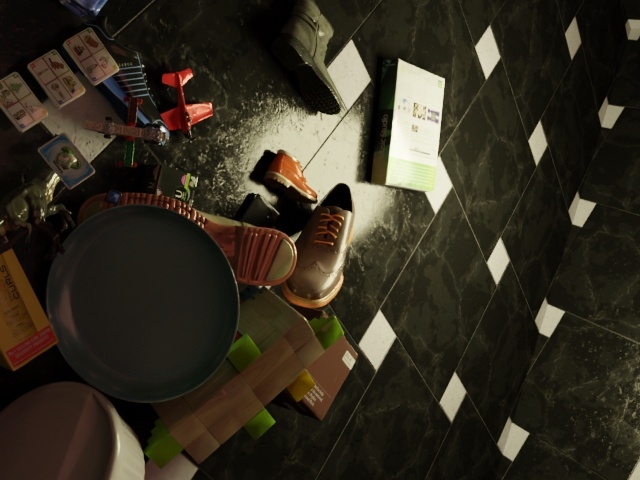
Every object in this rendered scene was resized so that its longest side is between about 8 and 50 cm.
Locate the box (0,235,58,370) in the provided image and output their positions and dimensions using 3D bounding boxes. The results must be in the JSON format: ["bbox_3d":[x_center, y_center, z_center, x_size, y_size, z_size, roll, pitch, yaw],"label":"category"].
[{"bbox_3d":[-0.487,0.076,0.966,0.087,0.058,0.232,-36,121,-41],"label":"box"}]

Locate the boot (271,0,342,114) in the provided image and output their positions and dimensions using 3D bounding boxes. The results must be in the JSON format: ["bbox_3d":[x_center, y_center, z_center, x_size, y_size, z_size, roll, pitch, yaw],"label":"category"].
[{"bbox_3d":[-0.001,-0.412,1.432,0.246,0.083,0.161,50,54,-41],"label":"boot"}]

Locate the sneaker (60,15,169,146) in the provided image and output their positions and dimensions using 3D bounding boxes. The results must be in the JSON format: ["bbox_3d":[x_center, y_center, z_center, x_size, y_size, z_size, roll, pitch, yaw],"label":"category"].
[{"bbox_3d":[-0.321,-0.265,1.087,0.090,0.081,0.232,-53,130,-20],"label":"sneaker"}]

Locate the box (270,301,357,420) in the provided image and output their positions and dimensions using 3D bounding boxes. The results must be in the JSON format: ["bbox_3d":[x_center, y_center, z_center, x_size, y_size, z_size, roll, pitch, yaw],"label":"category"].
[{"bbox_3d":[-0.069,0.242,1.350,0.167,0.203,0.168,-56,131,-26],"label":"box"}]

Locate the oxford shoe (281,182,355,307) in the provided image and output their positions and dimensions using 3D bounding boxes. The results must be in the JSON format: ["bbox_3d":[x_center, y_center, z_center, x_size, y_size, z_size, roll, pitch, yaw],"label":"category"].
[{"bbox_3d":[0.000,0.000,1.364,0.364,0.129,0.133,-73,175,-55],"label":"oxford shoe"}]

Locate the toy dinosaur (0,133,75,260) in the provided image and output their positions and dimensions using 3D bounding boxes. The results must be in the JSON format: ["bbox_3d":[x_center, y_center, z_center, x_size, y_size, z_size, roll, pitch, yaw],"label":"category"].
[{"bbox_3d":[-0.422,-0.045,0.968,0.118,0.064,0.268,62,29,-32],"label":"toy dinosaur"}]

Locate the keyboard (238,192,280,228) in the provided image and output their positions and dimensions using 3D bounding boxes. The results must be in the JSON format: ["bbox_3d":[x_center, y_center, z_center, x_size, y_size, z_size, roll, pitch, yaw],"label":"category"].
[{"bbox_3d":[-0.146,0.000,1.366,0.108,0.023,0.180,45,63,-34],"label":"keyboard"}]

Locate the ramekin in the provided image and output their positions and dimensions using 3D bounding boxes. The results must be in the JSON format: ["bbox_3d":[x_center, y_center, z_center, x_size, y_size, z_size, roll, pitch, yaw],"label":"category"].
[{"bbox_3d":[-0.391,0.361,0.970,0.273,0.272,0.127,-60,145,-24],"label":"ramekin"}]

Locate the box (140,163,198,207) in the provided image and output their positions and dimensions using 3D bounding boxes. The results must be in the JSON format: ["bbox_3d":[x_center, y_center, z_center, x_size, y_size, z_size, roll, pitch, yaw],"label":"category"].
[{"bbox_3d":[-0.277,-0.100,1.181,0.083,0.052,0.062,18,81,-47],"label":"box"}]

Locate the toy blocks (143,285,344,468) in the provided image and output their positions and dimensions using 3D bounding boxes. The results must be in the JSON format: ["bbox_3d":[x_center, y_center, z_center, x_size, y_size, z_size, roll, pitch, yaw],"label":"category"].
[{"bbox_3d":[-0.186,0.211,1.186,0.381,0.261,0.191,-40,127,-16],"label":"toy blocks"}]

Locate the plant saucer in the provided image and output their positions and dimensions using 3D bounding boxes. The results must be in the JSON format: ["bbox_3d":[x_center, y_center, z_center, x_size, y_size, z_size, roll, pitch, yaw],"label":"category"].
[{"bbox_3d":[-0.281,0.100,1.034,0.044,0.317,0.318,-34,127,-82],"label":"plant saucer"}]

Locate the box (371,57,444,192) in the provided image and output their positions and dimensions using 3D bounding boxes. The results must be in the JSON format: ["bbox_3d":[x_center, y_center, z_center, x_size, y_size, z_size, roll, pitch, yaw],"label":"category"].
[{"bbox_3d":[0.237,-0.299,1.729,0.232,0.058,0.322,4,91,-48],"label":"box"}]

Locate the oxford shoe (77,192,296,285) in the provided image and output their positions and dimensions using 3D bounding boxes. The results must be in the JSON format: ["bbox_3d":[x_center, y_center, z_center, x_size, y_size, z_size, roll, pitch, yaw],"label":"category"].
[{"bbox_3d":[-0.247,0.004,1.181,0.397,0.146,0.141,17,88,-29],"label":"oxford shoe"}]

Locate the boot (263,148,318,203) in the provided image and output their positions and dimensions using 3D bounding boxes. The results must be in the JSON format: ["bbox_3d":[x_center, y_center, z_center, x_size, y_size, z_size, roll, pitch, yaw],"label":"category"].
[{"bbox_3d":[-0.052,-0.138,1.427,0.158,0.059,0.085,35,65,-44],"label":"boot"}]

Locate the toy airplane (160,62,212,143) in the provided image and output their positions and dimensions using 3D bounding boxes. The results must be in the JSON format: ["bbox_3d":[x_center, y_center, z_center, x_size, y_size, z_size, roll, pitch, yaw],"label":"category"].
[{"bbox_3d":[-0.257,-0.255,1.200,0.151,0.028,0.151,-9,103,-46],"label":"toy airplane"}]

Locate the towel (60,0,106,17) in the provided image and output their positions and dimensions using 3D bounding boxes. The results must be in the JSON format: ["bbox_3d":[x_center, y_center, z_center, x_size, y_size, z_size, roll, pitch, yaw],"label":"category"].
[{"bbox_3d":[-0.415,-0.541,0.977,0.336,0.040,0.243,45,62,-41],"label":"towel"}]

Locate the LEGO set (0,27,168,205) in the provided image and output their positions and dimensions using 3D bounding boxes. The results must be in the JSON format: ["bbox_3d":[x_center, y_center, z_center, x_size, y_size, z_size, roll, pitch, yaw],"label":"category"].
[{"bbox_3d":[-0.362,-0.180,1.017,0.182,0.060,0.244,-40,105,-17],"label":"LEGO set"}]
